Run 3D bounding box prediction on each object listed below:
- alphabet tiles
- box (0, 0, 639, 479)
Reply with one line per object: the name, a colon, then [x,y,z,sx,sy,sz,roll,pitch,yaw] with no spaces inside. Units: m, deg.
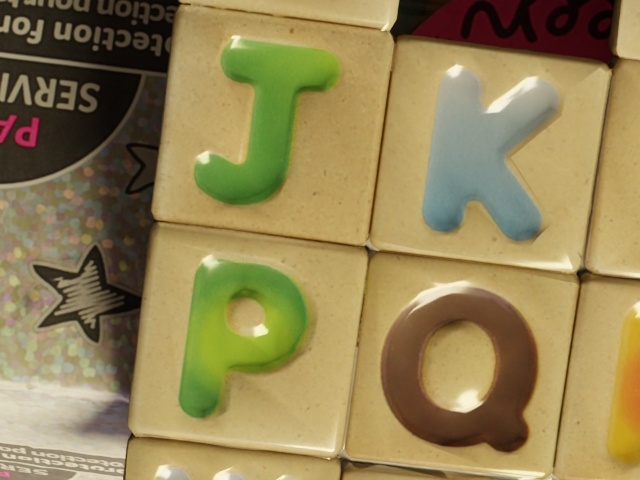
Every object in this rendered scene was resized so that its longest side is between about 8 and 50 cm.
alphabet tiles: [0.089,-0.009,0.314,0.237,0.198,0.009,7,-173,-3]
box: [0.000,0.000,0.413,0.247,0.142,0.163,6,160,-4]
